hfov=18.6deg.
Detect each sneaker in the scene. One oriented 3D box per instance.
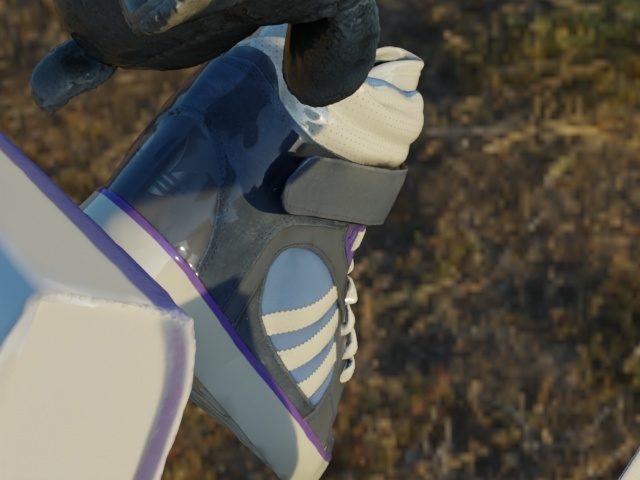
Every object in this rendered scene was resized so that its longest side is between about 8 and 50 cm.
[{"bbox_3d":[0.000,0.000,1.185,0.236,0.323,0.130,-45,54,-10],"label":"sneaker"}]

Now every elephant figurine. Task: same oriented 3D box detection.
[{"bbox_3d":[-0.030,-0.145,0.921,0.169,0.186,0.239,-25,30,-27],"label":"elephant figurine"}]

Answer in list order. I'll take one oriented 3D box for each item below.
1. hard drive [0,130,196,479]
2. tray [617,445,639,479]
[{"bbox_3d":[-0.142,0.047,0.479,0.040,0.210,0.318,11,16,-33],"label":"hard drive"},{"bbox_3d":[0.312,0.181,1.201,0.270,0.145,0.030,33,-2,-6],"label":"tray"}]
